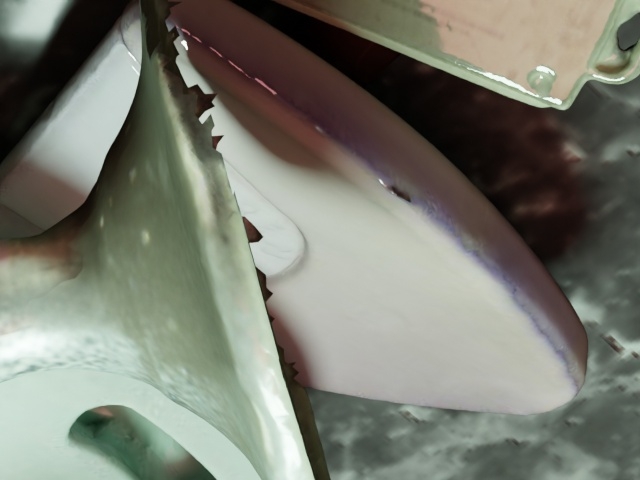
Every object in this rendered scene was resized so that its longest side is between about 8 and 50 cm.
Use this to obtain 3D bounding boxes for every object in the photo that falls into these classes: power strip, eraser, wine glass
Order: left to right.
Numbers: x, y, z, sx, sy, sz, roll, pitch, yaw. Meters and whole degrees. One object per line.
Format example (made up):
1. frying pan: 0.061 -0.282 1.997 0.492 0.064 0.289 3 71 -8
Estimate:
1. wine glass: -0.168 0.049 0.585 0.323 0.238 0.238 -17 120 2
2. power strip: -0.008 -0.125 0.698 0.272 0.052 0.078 21 114 -2
3. eraser: 0.000 -0.001 0.773 0.243 0.059 0.204 26 145 -19

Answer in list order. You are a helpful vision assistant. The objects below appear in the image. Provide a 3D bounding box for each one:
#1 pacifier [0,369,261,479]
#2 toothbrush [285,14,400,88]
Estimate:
1. pacifier: -0.148 0.180 0.787 0.343 0.269 0.288 -27 141 17
2. toothbrush: 0.113 -0.166 0.716 0.364 0.041 0.041 -41 115 20
